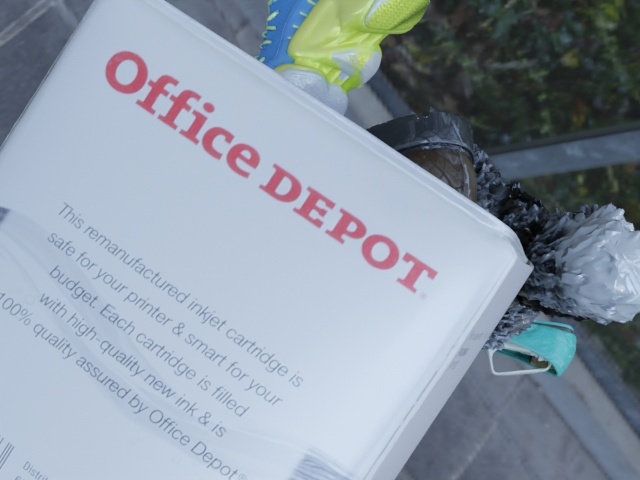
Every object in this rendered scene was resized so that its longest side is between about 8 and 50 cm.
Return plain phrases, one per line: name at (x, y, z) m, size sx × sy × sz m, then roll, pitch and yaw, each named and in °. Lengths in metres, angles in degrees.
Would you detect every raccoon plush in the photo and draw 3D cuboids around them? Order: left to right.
raccoon plush at (0.034, 0.046, 0.946) m, size 0.299 × 0.446 × 0.216 m, roll -34°, pitch 91°, yaw -9°

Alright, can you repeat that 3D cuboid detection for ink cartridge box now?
ink cartridge box at (-0.067, 0.066, 0.511) m, size 0.283 × 0.207 × 0.117 m, roll -56°, pitch 166°, yaw 4°

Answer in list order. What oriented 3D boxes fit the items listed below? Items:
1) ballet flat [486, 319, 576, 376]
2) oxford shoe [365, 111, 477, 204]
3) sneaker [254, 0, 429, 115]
ballet flat at (0.229, 0.138, 1.618) m, size 0.247 × 0.083 × 0.087 m, roll 12°, pitch 67°, yaw 6°
oxford shoe at (0.000, 0.000, 0.765) m, size 0.083 × 0.227 × 0.096 m, roll 21°, pitch 54°, yaw -47°
sneaker at (-0.017, -0.172, 1.031) m, size 0.240 × 0.126 × 0.091 m, roll -44°, pitch 147°, yaw -5°
